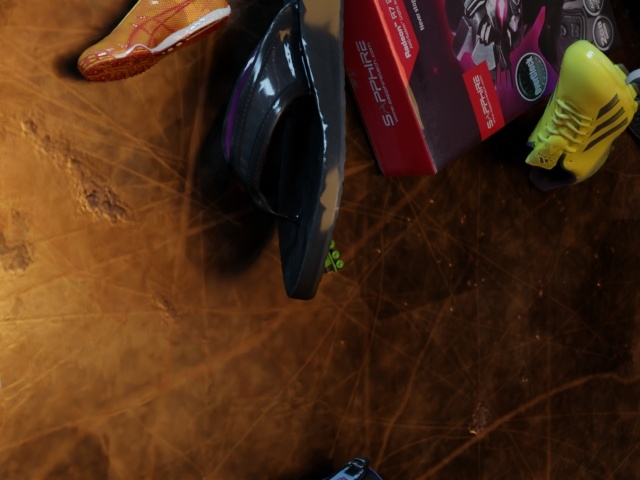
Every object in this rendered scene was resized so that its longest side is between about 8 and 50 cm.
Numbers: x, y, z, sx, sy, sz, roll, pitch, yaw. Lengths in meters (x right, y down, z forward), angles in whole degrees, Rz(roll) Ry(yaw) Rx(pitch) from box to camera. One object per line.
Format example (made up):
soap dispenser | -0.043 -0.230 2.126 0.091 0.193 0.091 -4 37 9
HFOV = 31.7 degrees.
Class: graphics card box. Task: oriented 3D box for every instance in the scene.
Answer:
graphics card box | 0.185 -0.256 1.304 0.371 0.094 0.233 -34 112 -33

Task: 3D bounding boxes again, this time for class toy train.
toy train | 0.000 0.000 1.219 0.023 0.017 0.083 -32 111 -22

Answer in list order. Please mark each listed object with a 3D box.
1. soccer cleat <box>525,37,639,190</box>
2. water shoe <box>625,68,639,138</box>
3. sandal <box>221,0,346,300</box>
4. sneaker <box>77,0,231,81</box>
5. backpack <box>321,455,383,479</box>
soccer cleat | 0.293 -0.132 1.310 0.121 0.289 0.093 -37 71 -4
water shoe | 0.473 -0.173 1.559 0.203 0.073 0.080 49 42 -33
sandal | -0.041 -0.163 1.116 0.107 0.167 0.446 2 83 -13
sneaker | -0.165 -0.202 1.065 0.175 0.064 0.067 -37 94 -36
backpack | 0.010 0.325 1.159 0.173 0.158 0.117 -16 120 -23
